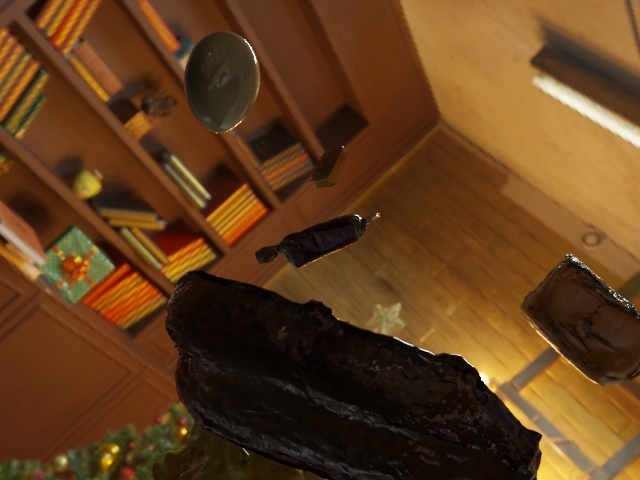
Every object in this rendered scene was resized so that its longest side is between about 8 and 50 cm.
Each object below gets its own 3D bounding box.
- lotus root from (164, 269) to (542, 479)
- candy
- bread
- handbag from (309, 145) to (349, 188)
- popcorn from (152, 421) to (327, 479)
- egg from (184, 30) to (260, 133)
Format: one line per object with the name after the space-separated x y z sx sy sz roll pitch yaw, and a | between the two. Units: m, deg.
-0.001 0.126 0.602 0.329 0.078 0.167 12 -45 39 | lotus root
0.000 0.000 1.032 0.045 0.174 0.043 9 -62 70 | candy
0.221 0.070 0.681 0.106 0.072 0.053 42 19 5 | bread
0.018 -0.145 1.637 0.061 0.083 0.027 -6 -37 48 | handbag
-0.059 0.288 0.867 0.251 0.206 0.237 41 -18 25 | popcorn
-0.148 -0.237 1.249 0.114 0.152 0.114 7 8 -1 | egg
